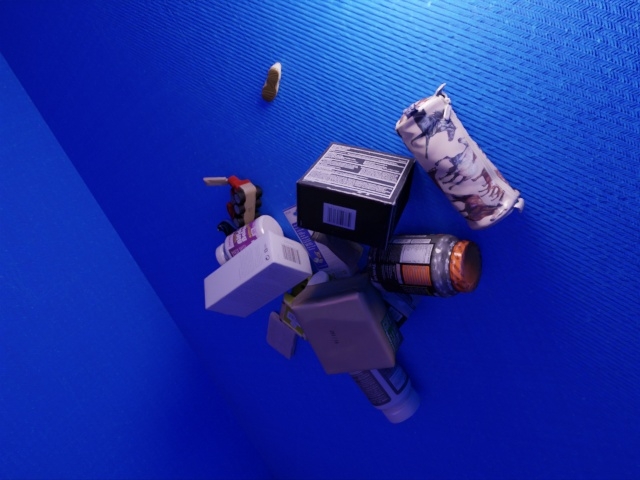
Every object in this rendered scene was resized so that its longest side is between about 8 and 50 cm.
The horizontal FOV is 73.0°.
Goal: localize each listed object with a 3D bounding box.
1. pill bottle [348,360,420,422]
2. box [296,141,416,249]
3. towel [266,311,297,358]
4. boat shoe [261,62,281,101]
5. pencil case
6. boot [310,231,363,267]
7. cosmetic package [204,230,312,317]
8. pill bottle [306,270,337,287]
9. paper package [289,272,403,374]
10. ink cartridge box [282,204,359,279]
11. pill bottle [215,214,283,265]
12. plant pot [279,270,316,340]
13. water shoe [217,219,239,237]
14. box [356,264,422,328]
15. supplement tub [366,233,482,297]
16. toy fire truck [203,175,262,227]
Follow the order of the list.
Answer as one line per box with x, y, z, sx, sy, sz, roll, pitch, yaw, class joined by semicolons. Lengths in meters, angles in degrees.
0.267;0.609;1.915;0.360;0.204;0.204;53;140;-2;pill bottle
0.117;-0.151;1.371;0.297;0.294;0.182;16;132;16;box
-0.214;0.533;2.426;0.187;0.049;0.282;32;135;19;towel
-0.174;-0.569;1.567;0.056;0.048;0.153;22;144;-3;boat shoe
0.387;-0.222;1.214;0.410;0.160;0.183;52;155;-1;pencil case
0.082;-0.019;1.693;0.209;0.189;0.076;29;165;-8;boot
-0.282;0.161;1.892;0.454;0.230;0.161;-34;52;29;cosmetic package
0.069;0.241;1.819;0.246;0.136;0.136;33;147;-25;pill bottle
0.103;0.309;1.604;0.310;0.168;0.324;-17;108;32;paper package
0.000;0.000;1.812;0.176;0.069;0.370;-18;108;49;ink cartridge box
-0.329;0.019;1.975;0.302;0.169;0.169;-28;99;25;pill bottle
-0.056;0.307;1.986;0.228;0.207;0.227;36;138;19;plant pot
-0.436;-0.022;2.184;0.203;0.080;0.072;36;138;17;water shoe
0.243;0.221;1.695;0.247;0.142;0.163;38;137;12;box
0.342;0.081;1.447;0.338;0.207;0.206;1;119;42;supplement tub
-0.406;-0.200;1.988;0.246;0.159;0.216;43;141;29;toy fire truck
